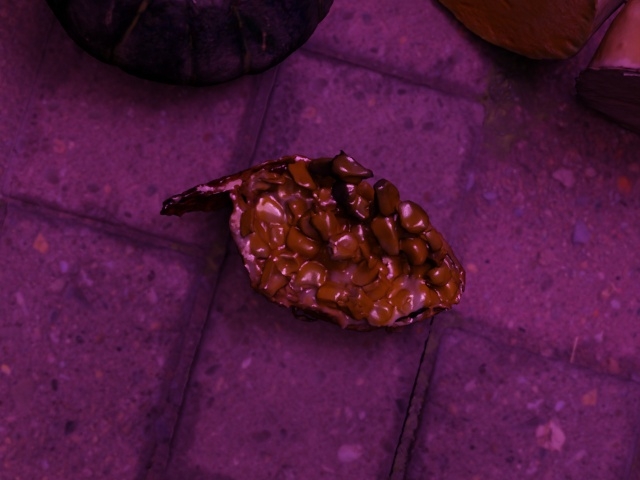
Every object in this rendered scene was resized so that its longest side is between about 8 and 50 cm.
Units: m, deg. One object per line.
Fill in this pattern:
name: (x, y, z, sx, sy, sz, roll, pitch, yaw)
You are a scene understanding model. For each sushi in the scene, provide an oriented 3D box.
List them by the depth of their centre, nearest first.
sushi: (0.004, 0.000, 1.321, 0.296, 0.179, 0.167, 39, 89, 1)

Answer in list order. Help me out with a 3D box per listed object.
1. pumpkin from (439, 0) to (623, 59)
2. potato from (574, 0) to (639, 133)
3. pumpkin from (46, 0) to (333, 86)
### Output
pumpkin: (0.220, -0.363, 1.293, 0.199, 0.332, 0.332, -38, 88, -20)
potato: (0.457, -0.230, 1.312, 0.397, 0.290, 0.296, 21, 86, -27)
pumpkin: (-0.130, -0.312, 1.307, 0.323, 0.241, 0.323, 2, 79, -13)
